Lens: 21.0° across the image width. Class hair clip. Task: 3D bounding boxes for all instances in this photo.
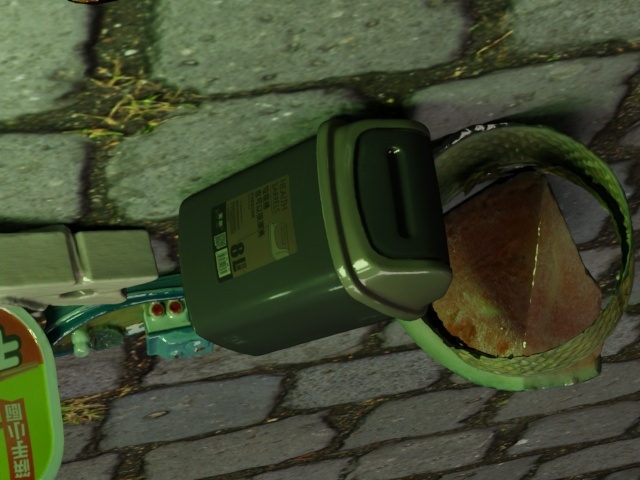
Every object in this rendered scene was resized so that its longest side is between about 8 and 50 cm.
[{"bbox_3d":[-0.331,0.029,1.859,0.331,0.085,0.101,-4,159,-42],"label":"hair clip"}]

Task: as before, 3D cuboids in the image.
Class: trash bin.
[{"bbox_3d":[0.000,0.000,1.841,0.290,0.209,0.182,-21,155,30],"label":"trash bin"}]

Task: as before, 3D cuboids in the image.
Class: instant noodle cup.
[{"bbox_3d":[-0.493,0.225,2.032,0.294,0.294,0.308,3,159,-38],"label":"instant noodle cup"}]

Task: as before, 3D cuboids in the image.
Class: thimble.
[{"bbox_3d":[0.221,0.013,1.937,0.271,0.270,0.150,-18,162,8],"label":"thimble"}]

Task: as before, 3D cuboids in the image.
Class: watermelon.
[{"bbox_3d":[0.211,0.056,2.148,0.250,0.283,0.292,-31,132,1],"label":"watermelon"}]

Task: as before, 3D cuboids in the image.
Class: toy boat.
[{"bbox_3d":[-0.231,0.106,2.097,0.238,0.098,0.109,-9,155,-12],"label":"toy boat"}]

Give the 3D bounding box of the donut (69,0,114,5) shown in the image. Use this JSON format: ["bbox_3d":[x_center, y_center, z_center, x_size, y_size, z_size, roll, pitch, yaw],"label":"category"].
[{"bbox_3d":[-0.158,-0.239,1.336,0.140,0.059,0.140,-12,159,-5],"label":"donut"}]
